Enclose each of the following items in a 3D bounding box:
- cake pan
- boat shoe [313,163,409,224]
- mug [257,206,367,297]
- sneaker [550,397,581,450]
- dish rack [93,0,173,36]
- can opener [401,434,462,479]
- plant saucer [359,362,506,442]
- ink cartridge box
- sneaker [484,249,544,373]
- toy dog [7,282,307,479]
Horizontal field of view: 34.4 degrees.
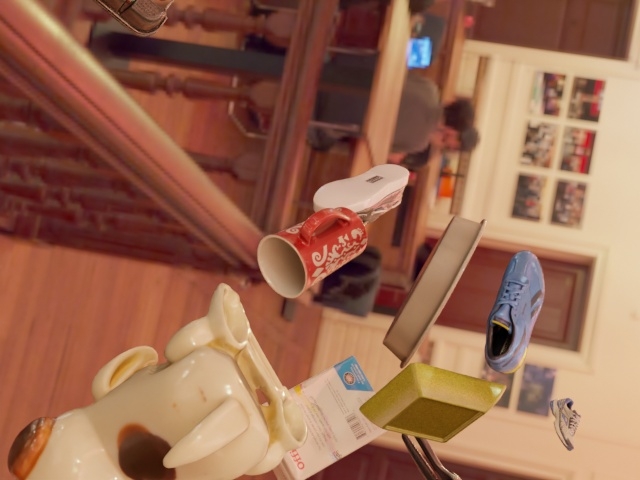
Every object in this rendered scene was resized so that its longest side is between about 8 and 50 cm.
[{"bbox_3d":[0.189,0.080,1.765,0.293,0.054,0.293,-60,176,-8],"label":"cake pan"},{"bbox_3d":[0.087,-0.080,2.213,0.301,0.108,0.102,-29,133,-52],"label":"boat shoe"},{"bbox_3d":[0.003,0.009,1.733,0.169,0.150,0.113,-27,92,-41],"label":"mug"},{"bbox_3d":[0.551,0.404,2.300,0.052,0.058,0.135,50,25,-39],"label":"sneaker"},{"bbox_3d":[-0.216,-0.426,1.328,0.271,0.208,0.074,-53,-160,-9],"label":"dish rack"},{"bbox_3d":[0.221,0.450,2.042,0.059,0.186,0.073,-41,157,1],"label":"can opener"},{"bbox_3d":[0.189,0.286,1.755,0.188,0.188,0.045,-50,-149,45],"label":"plant saucer"},{"bbox_3d":[-0.006,0.375,2.119,0.171,0.233,0.168,61,-19,11],"label":"ink cartridge box"},{"bbox_3d":[0.308,0.108,1.651,0.082,0.069,0.209,42,60,-58],"label":"sneaker"},{"bbox_3d":[-0.256,0.319,1.568,0.284,0.408,0.395,59,9,-18],"label":"toy dog"}]
